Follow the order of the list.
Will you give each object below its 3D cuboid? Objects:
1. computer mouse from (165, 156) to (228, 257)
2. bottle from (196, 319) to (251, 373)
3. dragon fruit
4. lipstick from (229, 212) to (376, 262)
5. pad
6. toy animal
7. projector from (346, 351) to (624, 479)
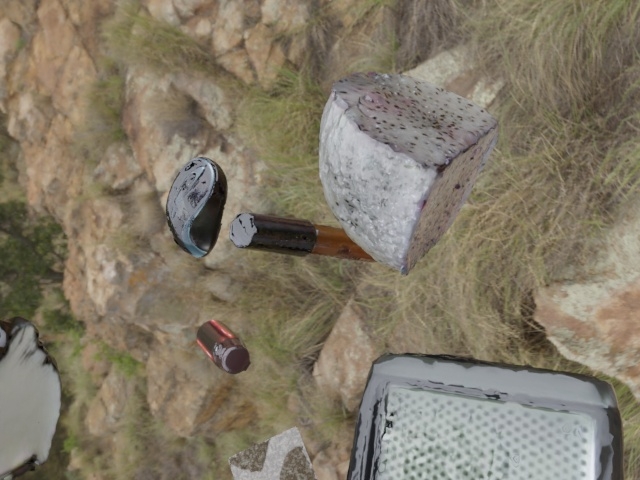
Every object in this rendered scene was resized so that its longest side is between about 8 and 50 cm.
[{"bbox_3d":[-0.277,-0.069,1.228,0.137,0.096,0.233,40,125,35],"label":"computer mouse"},{"bbox_3d":[-0.154,0.167,0.888,0.164,0.060,0.060,10,89,66],"label":"bottle"},{"bbox_3d":[0.101,-0.101,0.812,0.204,0.283,0.221,31,130,21],"label":"dragon fruit"},{"bbox_3d":[0.000,0.000,1.137,0.077,0.419,0.077,-7,80,42],"label":"lipstick"},{"bbox_3d":[-0.073,0.511,1.117,0.158,0.003,0.234,-25,68,-2],"label":"pad"},{"bbox_3d":[-0.452,0.196,0.639,0.267,0.212,0.212,-3,81,11],"label":"toy animal"},{"bbox_3d":[0.171,0.332,0.596,0.242,0.395,0.404,3,77,25],"label":"projector"}]
